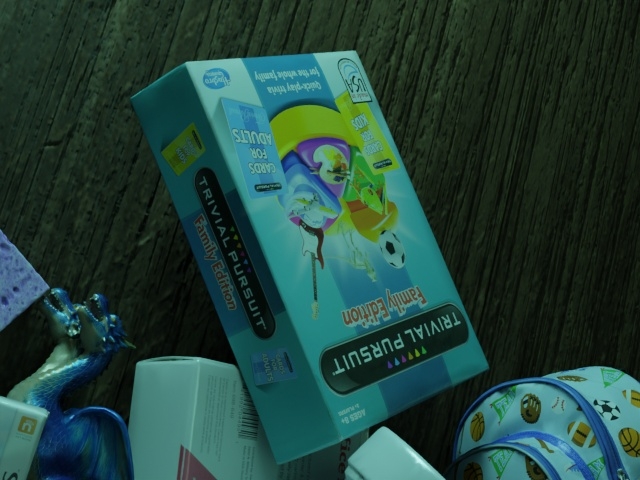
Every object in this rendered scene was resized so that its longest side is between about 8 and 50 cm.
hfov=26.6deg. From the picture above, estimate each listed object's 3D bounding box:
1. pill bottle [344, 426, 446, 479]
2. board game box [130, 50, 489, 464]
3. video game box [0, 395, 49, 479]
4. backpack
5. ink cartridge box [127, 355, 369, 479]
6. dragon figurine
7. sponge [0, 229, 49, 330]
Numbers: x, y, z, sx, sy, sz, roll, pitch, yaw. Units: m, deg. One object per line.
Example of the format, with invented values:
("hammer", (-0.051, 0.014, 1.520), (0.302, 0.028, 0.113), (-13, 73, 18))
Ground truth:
("pill bottle", (-0.016, 0.333, 1.054), (0.363, 0.210, 0.210), (-45, 109, -6))
("board game box", (0.000, 0.000, 1.213), (0.253, 0.079, 0.336), (-15, 81, -53))
("video game box", (-0.327, 0.187, 1.002), (0.205, 0.048, 0.187), (18, 82, -11))
("backpack", (0.237, 0.260, 1.321), (0.213, 0.276, 0.264), (5, 65, -40))
("ink cartridge box", (-0.063, 0.197, 1.189), (0.217, 0.092, 0.159), (18, 73, -43))
("dragon figurine", (-0.207, 0.184, 1.119), (0.144, 0.085, 0.289), (-13, 89, -35))
("sponge", (-0.331, 0.059, 1.086), (0.210, 0.031, 0.117), (-44, 108, -30))
